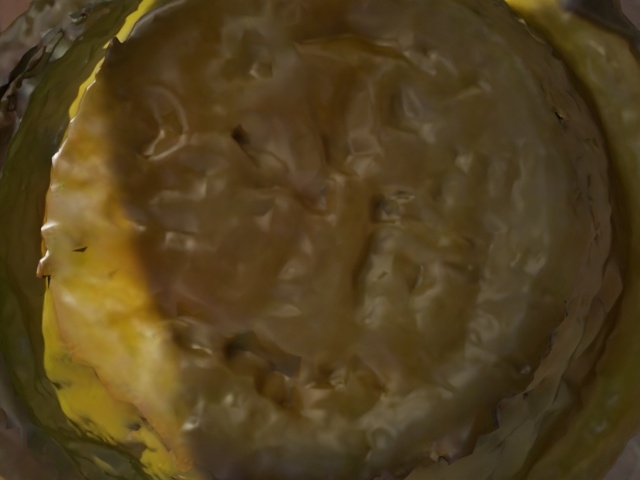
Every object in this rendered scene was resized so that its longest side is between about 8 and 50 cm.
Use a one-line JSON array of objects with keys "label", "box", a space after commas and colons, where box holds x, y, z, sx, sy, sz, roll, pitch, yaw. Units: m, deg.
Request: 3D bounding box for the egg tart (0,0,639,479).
[{"label": "egg tart", "box": [0.000, 0.000, 0.444, 0.118, 0.288, 0.288, 123, 130, -81]}]
